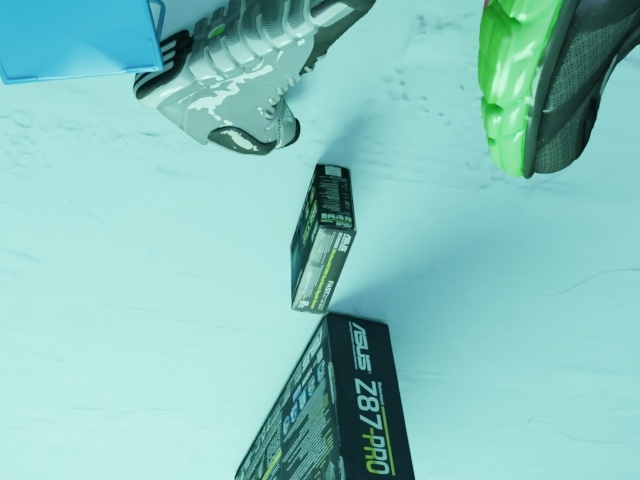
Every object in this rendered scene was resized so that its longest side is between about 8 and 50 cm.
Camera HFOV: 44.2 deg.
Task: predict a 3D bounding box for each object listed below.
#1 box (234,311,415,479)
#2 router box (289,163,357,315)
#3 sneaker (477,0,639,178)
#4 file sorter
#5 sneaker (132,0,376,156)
[{"bbox_3d":[-0.013,0.330,0.944,0.097,0.318,0.394,14,131,-16],"label":"box"},{"bbox_3d":[0.000,0.000,0.781,0.038,0.092,0.122,8,132,-12],"label":"router box"},{"bbox_3d":[0.224,-0.199,0.445,0.202,0.185,0.482,18,141,-1],"label":"sneaker"},{"bbox_3d":[-0.182,-0.214,0.554,0.118,0.104,0.170,-5,134,1],"label":"file sorter"},{"bbox_3d":[-0.032,-0.141,0.660,0.229,0.086,0.132,-18,138,27],"label":"sneaker"}]
